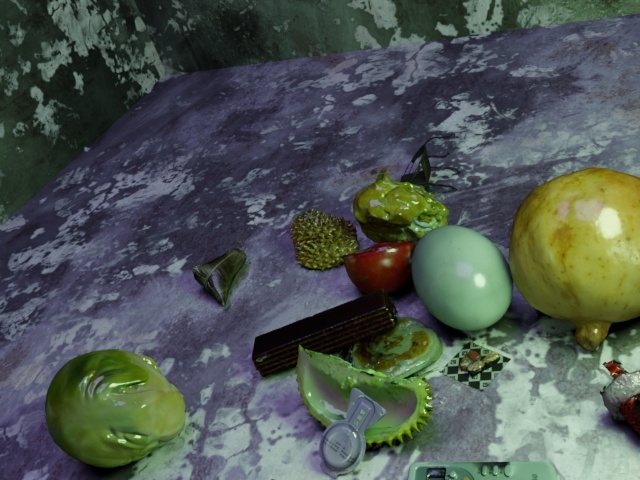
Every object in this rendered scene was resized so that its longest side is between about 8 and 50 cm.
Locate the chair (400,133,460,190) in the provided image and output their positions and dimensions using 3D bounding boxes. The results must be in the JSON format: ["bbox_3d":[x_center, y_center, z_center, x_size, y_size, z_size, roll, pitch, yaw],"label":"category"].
[{"bbox_3d":[0.336,-0.234,2.434,0.213,0.149,0.174,-9,35,23],"label":"chair"}]

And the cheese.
[{"bbox_3d":[0.061,0.423,1.632,0.105,0.042,0.191,33,95,26],"label":"cheese"}]

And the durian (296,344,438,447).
[{"bbox_3d":[0.094,0.348,1.680,0.355,0.170,0.157,5,38,30],"label":"durian"}]

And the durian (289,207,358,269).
[{"bbox_3d":[0.002,-0.012,2.299,0.249,0.138,0.183,15,37,33],"label":"durian"}]

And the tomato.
[{"bbox_3d":[0.167,0.077,2.068,0.200,0.140,0.233,-11,-2,8],"label":"tomato"}]

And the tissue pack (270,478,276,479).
[{"bbox_3d":[-0.105,0.619,1.374,0.145,0.195,0.274,20,51,40],"label":"tissue pack"}]

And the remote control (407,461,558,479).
[{"bbox_3d":[0.310,0.492,1.459,0.296,0.056,0.140,-7,37,21],"label":"remote control"}]

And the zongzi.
[{"bbox_3d":[-0.272,0.109,2.319,0.187,0.084,0.184,-31,48,-24],"label":"zongzi"}]

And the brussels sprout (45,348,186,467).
[{"bbox_3d":[-0.503,0.393,1.842,0.343,0.268,0.344,-8,31,5],"label":"brussels sprout"}]

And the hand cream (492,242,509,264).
[{"bbox_3d":[0.528,0.031,2.026,0.256,0.050,0.084,2,40,21],"label":"hand cream"}]

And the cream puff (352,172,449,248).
[{"bbox_3d":[0.234,-0.096,2.169,0.281,0.282,0.185,1,61,29],"label":"cream puff"}]

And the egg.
[{"bbox_3d":[0.344,0.083,1.880,0.229,0.230,0.371,-20,25,0],"label":"egg"}]

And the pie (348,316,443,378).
[{"bbox_3d":[0.178,0.273,1.853,0.240,0.054,0.241,-15,31,9],"label":"pie"}]

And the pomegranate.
[{"bbox_3d":[0.615,0.044,1.709,0.409,0.410,0.410,-14,33,9],"label":"pomegranate"}]

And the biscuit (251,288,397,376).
[{"bbox_3d":[0.009,0.234,1.928,0.388,0.073,0.107,-21,23,10],"label":"biscuit"}]

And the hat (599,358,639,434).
[{"bbox_3d":[0.630,0.350,1.450,0.128,0.140,0.228,-23,44,15],"label":"hat"}]

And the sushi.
[{"bbox_3d":[0.358,0.284,1.765,0.120,0.026,0.126,-40,37,-27],"label":"sushi"}]
